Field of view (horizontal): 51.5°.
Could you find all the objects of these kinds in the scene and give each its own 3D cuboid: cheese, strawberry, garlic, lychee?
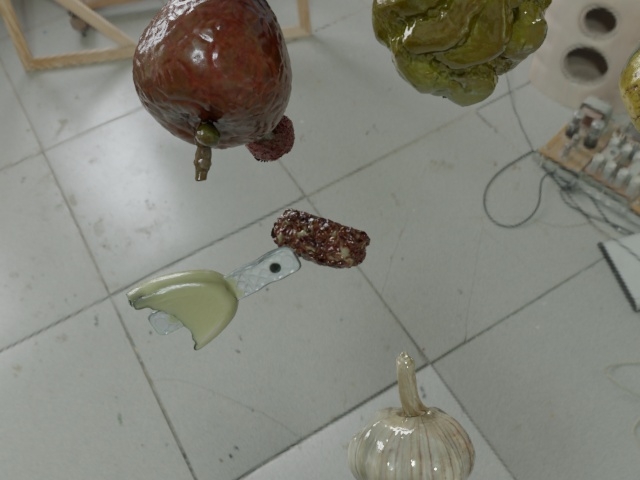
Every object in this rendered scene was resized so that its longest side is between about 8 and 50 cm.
[{"bbox_3d":[-0.138,0.070,0.921,0.235,0.127,0.050,-28,24,5],"label":"cheese"},{"bbox_3d":[-0.092,-0.193,1.216,0.106,0.106,0.106,-2,57,3],"label":"strawberry"},{"bbox_3d":[0.133,0.277,1.021,0.199,0.199,0.226,-7,96,-1],"label":"garlic"},{"bbox_3d":[-0.161,-0.243,0.986,0.255,0.255,0.300,15,73,14],"label":"lychee"}]

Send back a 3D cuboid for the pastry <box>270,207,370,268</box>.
[{"bbox_3d":[0.001,0.000,1.327,0.208,0.115,0.097,17,96,33],"label":"pastry"}]

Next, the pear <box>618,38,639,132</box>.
[{"bbox_3d":[0.758,-0.316,1.365,0.271,0.271,0.271,-2,57,3],"label":"pear"}]

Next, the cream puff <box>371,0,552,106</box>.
[{"bbox_3d":[0.254,-0.394,1.089,0.324,0.257,0.291,8,74,-35],"label":"cream puff"}]
